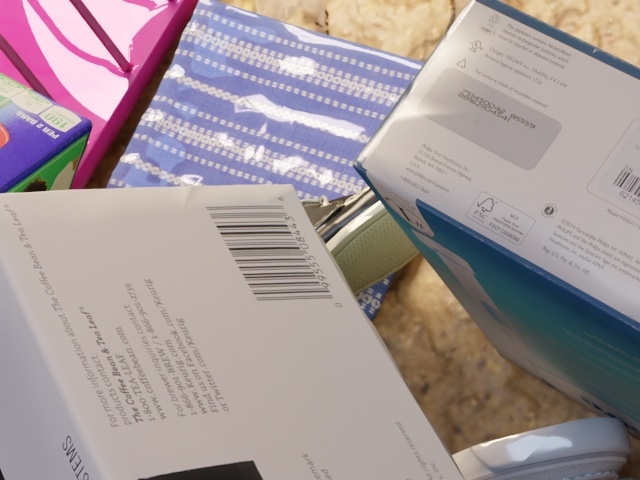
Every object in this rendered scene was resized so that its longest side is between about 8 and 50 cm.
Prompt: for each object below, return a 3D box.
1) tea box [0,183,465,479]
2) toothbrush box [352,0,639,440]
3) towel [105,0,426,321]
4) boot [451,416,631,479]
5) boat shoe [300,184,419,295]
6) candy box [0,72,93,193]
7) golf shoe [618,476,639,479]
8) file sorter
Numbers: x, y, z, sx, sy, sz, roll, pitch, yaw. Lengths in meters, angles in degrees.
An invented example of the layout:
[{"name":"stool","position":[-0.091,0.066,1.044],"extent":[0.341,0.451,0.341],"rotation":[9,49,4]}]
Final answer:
[{"name":"tea box","position":[-0.094,0.195,1.084],"extent":[0.323,0.220,0.329],"rotation":[-57,50,37]},{"name":"toothbrush box","position":[0.177,0.018,1.094],"extent":[0.216,0.295,0.126],"rotation":[31,80,32]},{"name":"towel","position":[-0.060,-0.003,1.352],"extent":[0.243,0.040,0.336],"rotation":[19,75,28]},{"name":"boot","position":[0.083,0.204,1.173],"extent":[0.258,0.095,0.123],"rotation":[-26,65,22]},{"name":"boat shoe","position":[0.000,0.000,1.268],"extent":[0.233,0.084,0.079],"rotation":[-37,60,3]},{"name":"candy box","position":[-0.331,-0.031,1.130],"extent":[0.268,0.317,0.122],"rotation":[28,123,10]},{"name":"golf shoe","position":[0.209,0.200,1.119],"extent":[0.069,0.086,0.176],"rotation":[-38,56,4]},{"name":"file sorter","position":[-0.238,-0.186,1.411],"extent":[0.202,0.182,0.290],"rotation":[19,69,29]}]
